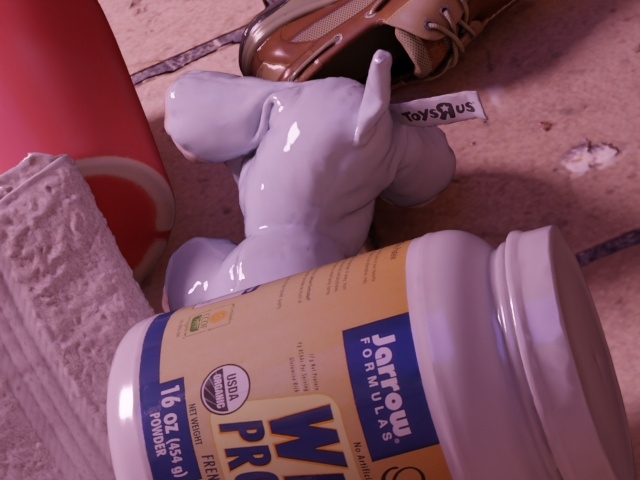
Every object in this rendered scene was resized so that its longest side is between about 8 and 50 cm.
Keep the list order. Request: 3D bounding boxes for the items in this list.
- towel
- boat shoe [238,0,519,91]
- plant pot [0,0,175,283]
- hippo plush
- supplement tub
[{"bbox_3d":[-0.215,0.087,1.466,0.187,0.282,0.049,-29,0,-4],"label":"towel"},{"bbox_3d":[0.086,-0.195,1.711,0.324,0.122,0.120,-28,47,7],"label":"boat shoe"},{"bbox_3d":[-0.260,-0.073,1.642,0.275,0.275,0.243,-30,53,-7],"label":"plant pot"},{"bbox_3d":[0.000,0.000,1.517,0.294,0.234,0.236,2,77,46],"label":"hippo plush"},{"bbox_3d":[0.038,0.124,1.297,0.316,0.228,0.228,-17,42,15],"label":"supplement tub"}]
